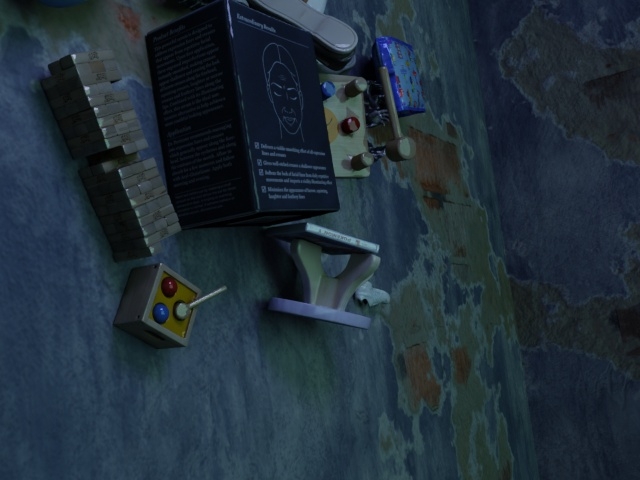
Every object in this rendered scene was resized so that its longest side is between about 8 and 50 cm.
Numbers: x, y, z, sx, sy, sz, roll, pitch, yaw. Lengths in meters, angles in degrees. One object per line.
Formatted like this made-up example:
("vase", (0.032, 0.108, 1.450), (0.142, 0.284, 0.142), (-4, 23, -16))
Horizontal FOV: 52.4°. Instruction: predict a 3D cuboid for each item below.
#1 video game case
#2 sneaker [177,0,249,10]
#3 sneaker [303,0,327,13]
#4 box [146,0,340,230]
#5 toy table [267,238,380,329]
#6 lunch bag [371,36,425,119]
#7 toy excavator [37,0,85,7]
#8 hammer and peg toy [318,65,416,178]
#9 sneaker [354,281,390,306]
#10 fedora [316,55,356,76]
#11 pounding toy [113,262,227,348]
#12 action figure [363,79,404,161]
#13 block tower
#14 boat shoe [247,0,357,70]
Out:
("video game case", (0.000, 0.000, 1.432), (0.184, 0.201, 0.023), (17, 79, -27))
("sneaker", (-0.241, -0.540, 1.330), (0.283, 0.110, 0.122), (-18, 86, -82))
("sneaker", (-0.023, -0.726, 1.753), (0.123, 0.106, 0.290), (44, 47, -47))
("box", (-0.147, -0.232, 1.308), (0.294, 0.212, 0.395), (-4, 85, -58))
("toy table", (0.017, 0.103, 1.463), (0.274, 0.252, 0.160), (24, 75, -54))
("lunch bag", (0.232, -0.495, 1.985), (0.293, 0.138, 0.220), (-31, 108, -77))
("toy excavator", (-0.357, -0.547, 1.117), (0.445, 0.223, 0.432), (37, 49, -66))
("hammer and peg toy", (0.043, -0.281, 1.569), (0.362, 0.127, 0.265), (-4, 86, -28))
("sneaker", (0.140, 0.158, 1.809), (0.152, 0.054, 0.061), (29, 66, -44))
("fedora", (-0.005, -0.471, 1.645), (0.276, 0.124, 0.243), (14, 69, -43))
("pounding toy", (-0.257, 0.112, 1.133), (0.141, 0.100, 0.130), (44, 47, -43))
("action figure", (0.148, -0.302, 1.781), (0.164, 0.141, 0.275), (49, 40, -58))
("block tower", (-0.343, -0.137, 1.081), (0.097, 0.091, 0.335), (-36, 112, -55))
("boat shoe", (-0.068, -0.502, 1.475), (0.335, 0.095, 0.112), (37, 63, 4))
